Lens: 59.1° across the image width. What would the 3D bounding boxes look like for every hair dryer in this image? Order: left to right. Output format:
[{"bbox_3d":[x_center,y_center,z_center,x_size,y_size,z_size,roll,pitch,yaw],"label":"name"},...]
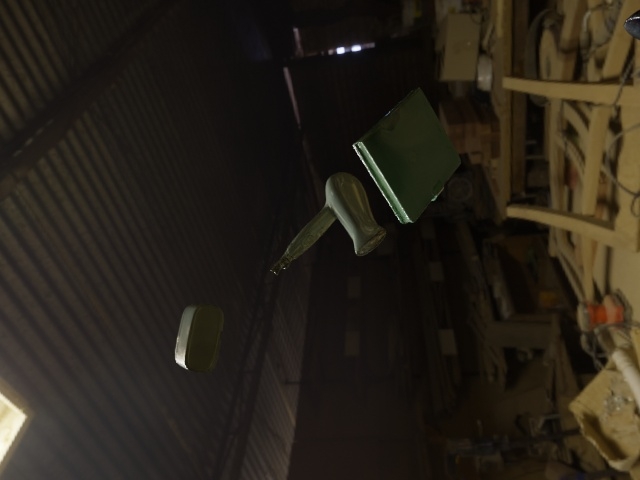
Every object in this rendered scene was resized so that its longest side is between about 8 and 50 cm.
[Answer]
[{"bbox_3d":[0.000,0.000,1.037,0.075,0.237,0.206,40,-161,-33],"label":"hair dryer"}]

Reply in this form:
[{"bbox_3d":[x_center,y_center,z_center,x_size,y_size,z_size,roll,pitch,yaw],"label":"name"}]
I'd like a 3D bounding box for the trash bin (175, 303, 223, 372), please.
[{"bbox_3d":[-0.213,0.169,0.991,0.130,0.059,0.116,161,119,-68],"label":"trash bin"}]

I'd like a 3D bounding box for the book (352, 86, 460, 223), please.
[{"bbox_3d":[0.096,-0.088,0.588,0.103,0.017,0.135,56,-132,-15],"label":"book"}]

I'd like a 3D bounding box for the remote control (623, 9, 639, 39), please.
[{"bbox_3d":[0.639,-0.325,0.929,0.066,0.266,0.090,-59,-11,-4],"label":"remote control"}]
